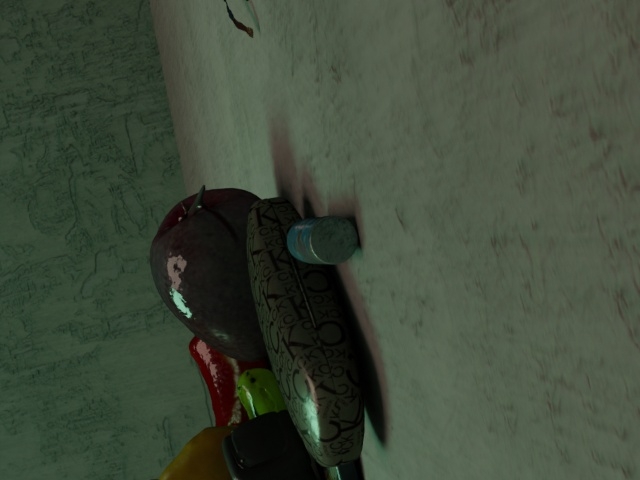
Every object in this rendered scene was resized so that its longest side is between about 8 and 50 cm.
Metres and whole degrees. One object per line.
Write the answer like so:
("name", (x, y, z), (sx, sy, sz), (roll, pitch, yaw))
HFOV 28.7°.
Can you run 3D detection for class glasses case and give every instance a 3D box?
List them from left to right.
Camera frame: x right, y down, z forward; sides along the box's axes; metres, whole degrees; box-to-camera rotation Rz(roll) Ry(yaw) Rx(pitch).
("glasses case", (-0.020, 0.088, 1.347), (0.354, 0.085, 0.137), (-112, 15, -49))

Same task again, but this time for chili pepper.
("chili pepper", (-0.167, 0.206, 2.288), (0.134, 0.131, 0.338), (44, -158, -59))

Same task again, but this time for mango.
("mango", (-0.082, 0.278, 2.037), (0.165, 0.074, 0.091), (69, 170, -26))

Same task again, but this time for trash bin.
("trash bin", (-0.038, 0.336, 1.597), (0.177, 0.101, 0.236), (-154, 40, -82))

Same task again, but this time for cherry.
("cherry", (-0.121, 0.033, 1.595), (0.213, 0.184, 0.266), (-88, -19, -70))

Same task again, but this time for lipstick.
("lipstick", (0.000, 0.000, 1.231), (0.158, 0.048, 0.048), (179, 80, -81))

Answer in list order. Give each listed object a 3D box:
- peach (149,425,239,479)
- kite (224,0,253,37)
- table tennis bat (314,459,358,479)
("peach", (-0.113, 0.430, 1.797), (0.308, 0.289, 0.289), (48, 166, 7))
("kite", (-0.136, -0.397, 1.651), (0.360, 0.022, 0.204), (-118, 27, -56))
("table tennis bat", (-0.004, 0.217, 1.560), (0.329, 0.044, 0.215), (-117, 13, -57))
